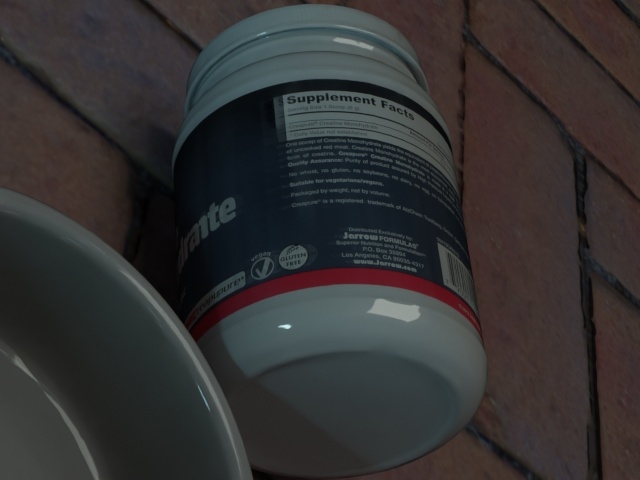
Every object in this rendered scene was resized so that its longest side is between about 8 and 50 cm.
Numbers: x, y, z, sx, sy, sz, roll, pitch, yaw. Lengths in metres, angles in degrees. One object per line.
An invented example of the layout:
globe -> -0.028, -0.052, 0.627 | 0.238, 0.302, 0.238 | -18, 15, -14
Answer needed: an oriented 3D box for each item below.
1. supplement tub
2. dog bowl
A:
supplement tub -> 0.000, 0.000, 1.138 | 0.191, 0.191, 0.272 | 30, 40, -38
dog bowl -> -0.169, 0.122, 0.879 | 0.349, 0.102, 0.348 | 35, 37, -32
